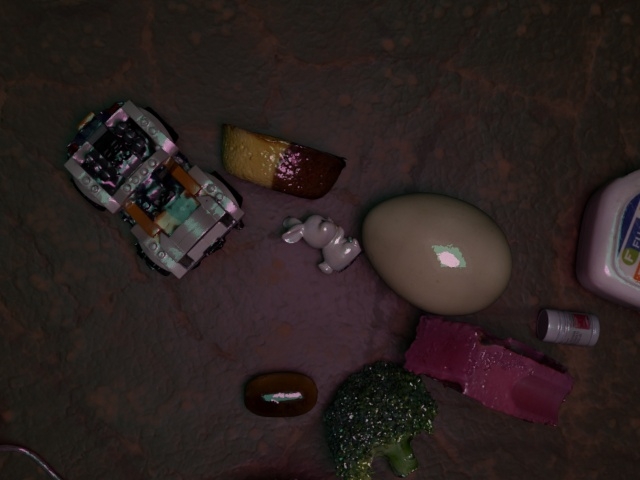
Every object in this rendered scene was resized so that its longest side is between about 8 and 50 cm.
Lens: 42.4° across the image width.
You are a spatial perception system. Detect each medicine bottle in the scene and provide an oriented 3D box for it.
[{"bbox_3d":[0.425,0.150,1.420,0.091,0.058,0.058,7,90,-5],"label":"medicine bottle"}]

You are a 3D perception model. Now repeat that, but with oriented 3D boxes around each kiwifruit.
[{"bbox_3d":[-0.065,0.256,1.371,0.124,0.075,0.075,-4,91,-1],"label":"kiwifruit"}]

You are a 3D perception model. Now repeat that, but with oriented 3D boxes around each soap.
[{"bbox_3d":[0.291,0.218,1.342,0.289,0.182,0.112,27,83,-42],"label":"soap"}]

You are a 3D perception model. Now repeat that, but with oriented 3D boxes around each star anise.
[{"bbox_3d":[-0.480,0.339,1.329,0.227,0.148,0.218,5,54,-31],"label":"star anise"}]

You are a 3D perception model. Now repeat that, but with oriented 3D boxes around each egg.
[{"bbox_3d":[0.186,0.018,1.333,0.254,0.188,0.188,26,88,-1],"label":"egg"}]

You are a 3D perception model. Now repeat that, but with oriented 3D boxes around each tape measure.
[{"bbox_3d":[0.577,-0.001,1.402,0.265,0.130,0.258,23,86,1],"label":"tape measure"}]

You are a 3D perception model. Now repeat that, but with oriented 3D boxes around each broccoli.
[{"bbox_3d":[0.109,0.319,1.356,0.194,0.194,0.220,47,63,-4],"label":"broccoli"}]

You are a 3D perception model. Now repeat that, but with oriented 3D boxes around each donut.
[{"bbox_3d":[-0.071,-0.125,1.347,0.217,0.141,0.085,17,96,-1],"label":"donut"}]

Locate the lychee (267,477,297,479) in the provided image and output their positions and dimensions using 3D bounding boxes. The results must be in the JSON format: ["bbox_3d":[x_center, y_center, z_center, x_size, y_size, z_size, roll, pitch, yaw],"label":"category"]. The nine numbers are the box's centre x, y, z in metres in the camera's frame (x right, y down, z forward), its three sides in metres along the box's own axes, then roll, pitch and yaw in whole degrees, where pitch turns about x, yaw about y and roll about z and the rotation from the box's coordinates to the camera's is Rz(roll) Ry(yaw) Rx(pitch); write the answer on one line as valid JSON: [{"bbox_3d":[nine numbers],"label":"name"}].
[{"bbox_3d":[-0.044,0.521,1.276,0.300,0.300,0.300,0,90,-5],"label":"lychee"}]

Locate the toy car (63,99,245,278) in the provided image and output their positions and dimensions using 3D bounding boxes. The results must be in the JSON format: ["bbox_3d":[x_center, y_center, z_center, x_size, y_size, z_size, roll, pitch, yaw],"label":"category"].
[{"bbox_3d":[-0.275,-0.085,1.332,0.193,0.118,0.301,-44,93,-1],"label":"toy car"}]

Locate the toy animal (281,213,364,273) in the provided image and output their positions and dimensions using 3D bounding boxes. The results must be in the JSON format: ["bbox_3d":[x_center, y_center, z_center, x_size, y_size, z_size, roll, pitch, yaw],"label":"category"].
[{"bbox_3d":[0.005,-0.004,1.378,0.085,0.071,0.124,-42,103,15],"label":"toy animal"}]
